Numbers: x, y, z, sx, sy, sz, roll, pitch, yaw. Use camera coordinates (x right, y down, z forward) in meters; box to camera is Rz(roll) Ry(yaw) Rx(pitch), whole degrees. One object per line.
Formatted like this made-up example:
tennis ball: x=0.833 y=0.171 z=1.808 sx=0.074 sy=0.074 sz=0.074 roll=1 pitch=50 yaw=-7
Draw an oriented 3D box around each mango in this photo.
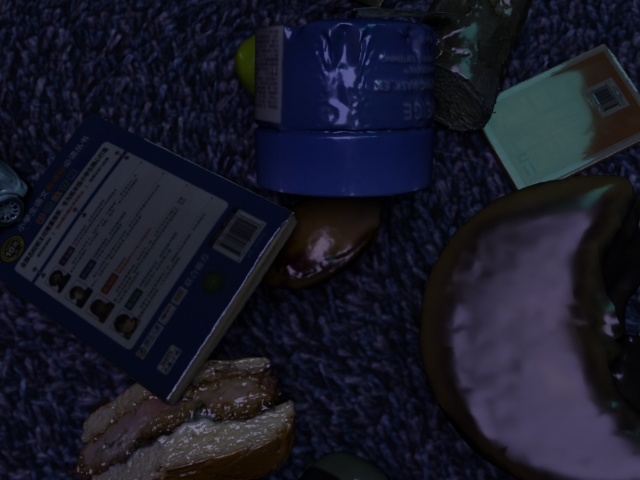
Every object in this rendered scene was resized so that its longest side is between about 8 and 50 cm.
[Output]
mango: x=-0.052 y=-0.271 z=1.158 sx=0.164 sy=0.089 sz=0.117 roll=4 pitch=69 yaw=-7

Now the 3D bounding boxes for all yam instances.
yam: x=0.219 y=-0.301 z=1.113 sx=0.154 sy=0.154 sz=0.254 roll=19 pitch=76 yaw=8

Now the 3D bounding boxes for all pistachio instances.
pistachio: x=0.000 y=0.000 z=1.065 sx=0.210 sy=0.130 sz=0.165 roll=-37 pitch=34 yaw=-23

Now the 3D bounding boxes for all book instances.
book: x=-0.275 y=0.004 z=1.056 sx=0.428 sy=0.039 sz=0.300 roll=28 pitch=78 yaw=29
book: x=0.374 y=-0.185 z=1.138 sx=0.242 sy=0.018 sz=0.170 roll=-25 pitch=75 yaw=-3

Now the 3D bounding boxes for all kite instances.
kite: x=0.091 y=-0.337 z=1.091 sx=0.141 sy=0.245 sz=0.015 roll=-5 pitch=109 yaw=-20

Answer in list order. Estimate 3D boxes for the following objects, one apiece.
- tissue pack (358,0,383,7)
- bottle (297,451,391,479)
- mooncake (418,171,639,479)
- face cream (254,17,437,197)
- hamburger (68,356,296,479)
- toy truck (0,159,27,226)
tissue pack: x=0.048 y=-0.482 z=1.120 sx=0.159 sy=0.234 sz=0.125 roll=33 pitch=83 yaw=11
bottle: x=-0.046 y=0.402 z=0.883 sx=0.168 sy=0.168 sz=0.347 roll=44 pitch=64 yaw=12
mooncake: x=0.326 y=0.121 z=0.951 sx=0.393 sy=0.246 sz=0.394 roll=36 pitch=81 yaw=16
face cream: x=0.032 y=-0.186 z=1.009 sx=0.249 sy=0.249 sz=0.224 roll=0 pitch=104 yaw=4
hamburger: x=-0.170 y=0.262 z=0.999 sx=0.282 sy=0.245 sz=0.155 roll=-46 pitch=43 yaw=33
toy truck: x=-0.582 y=-0.041 z=1.066 sx=0.133 sy=0.184 sz=0.338 roll=36 pitch=80 yaw=33
